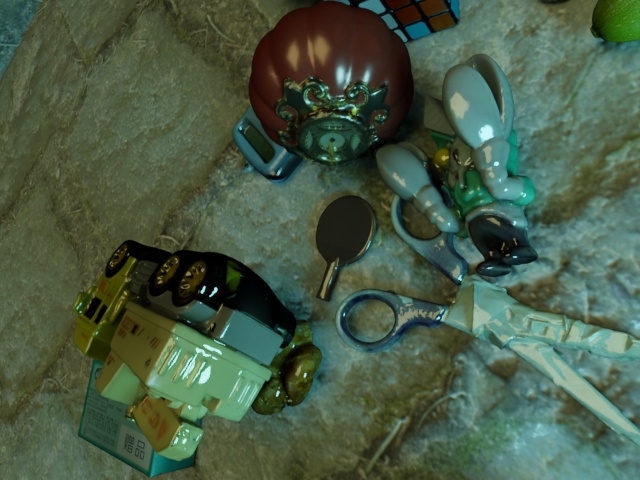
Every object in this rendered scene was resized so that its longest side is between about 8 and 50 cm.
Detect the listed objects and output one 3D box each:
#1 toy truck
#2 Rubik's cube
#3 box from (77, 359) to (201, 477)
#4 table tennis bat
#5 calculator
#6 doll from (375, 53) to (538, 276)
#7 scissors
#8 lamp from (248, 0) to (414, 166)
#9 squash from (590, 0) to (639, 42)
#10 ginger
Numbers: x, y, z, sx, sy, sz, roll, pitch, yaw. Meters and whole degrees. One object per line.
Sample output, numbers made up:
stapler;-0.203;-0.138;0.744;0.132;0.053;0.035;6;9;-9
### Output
toy truck;-0.231;0.139;0.692;0.405;0.180;0.254;7;61;48
Rubik's cube;0.105;-0.400;0.667;0.155;0.151;0.154;-5;75;35
box;-0.333;0.312;0.843;0.245;0.092;0.153;3;82;37
table tennis bat;0.000;0.000;0.664;0.107;0.119;0.170;15;86;38
calculator;-0.048;-0.235;0.797;0.293;0.051;0.173;-49;58;16
doll;0.175;-0.102;0.532;0.195;0.153;0.258;-61;37;27
scissors;0.203;0.094;0.553;0.383;0.029;0.256;30;93;34
lamp;0.015;-0.214;0.628;0.227;0.227;0.227;-9;74;34
squash;0.386;-0.278;0.478;0.188;0.095;0.095;-33;62;29
ginger;-0.055;0.204;0.686;0.162;0.073;0.103;-46;54;12
